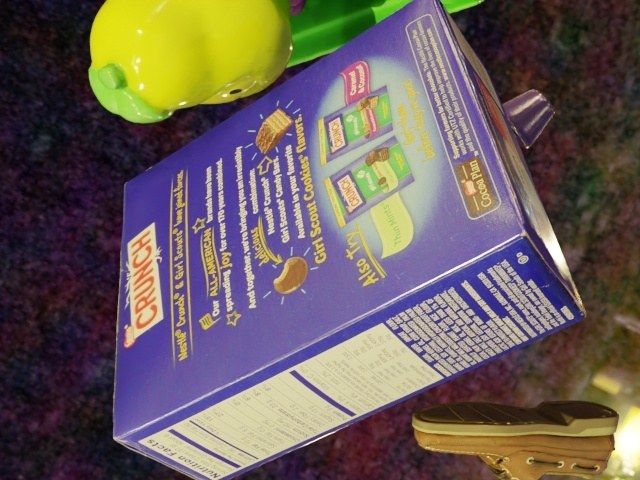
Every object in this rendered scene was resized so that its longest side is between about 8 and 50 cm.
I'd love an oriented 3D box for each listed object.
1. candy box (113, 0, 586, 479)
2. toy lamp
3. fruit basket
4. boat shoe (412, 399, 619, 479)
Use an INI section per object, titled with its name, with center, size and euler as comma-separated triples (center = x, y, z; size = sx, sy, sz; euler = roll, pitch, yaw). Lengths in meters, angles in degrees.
[candy box]
center = 0.000, 0.000, 0.703
size = 0.122, 0.317, 0.268
euler = 45, 25, -41
[toy lamp]
center = 0.223, -0.117, 1.364
size = 0.274, 0.080, 0.080
euler = -39, 158, 7
[fruit basket]
center = -0.058, -0.245, 0.899
size = 0.283, 0.392, 0.392
euler = 27, 88, -36
[boat shoe]
center = 0.269, 0.283, 1.260
size = 0.111, 0.307, 0.104
euler = -147, -119, -73
